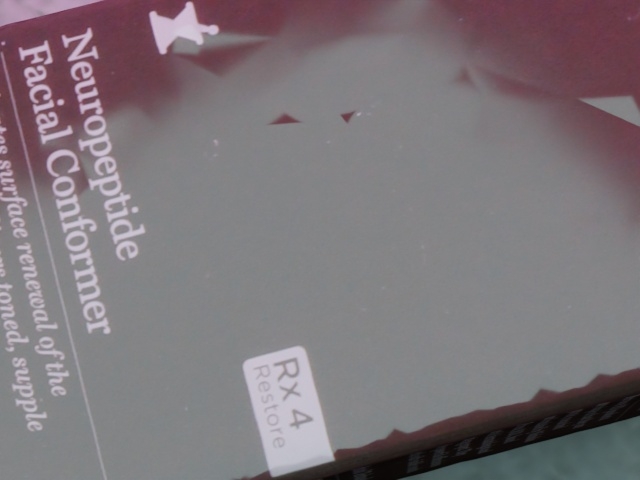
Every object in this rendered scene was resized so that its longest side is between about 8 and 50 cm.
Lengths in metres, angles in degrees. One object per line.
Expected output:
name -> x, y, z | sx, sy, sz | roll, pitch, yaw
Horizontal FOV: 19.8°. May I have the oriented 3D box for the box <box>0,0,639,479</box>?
box -> 0.000, 0.000, 0.698 | 0.381, 0.143, 0.191 | -15, 79, -3
